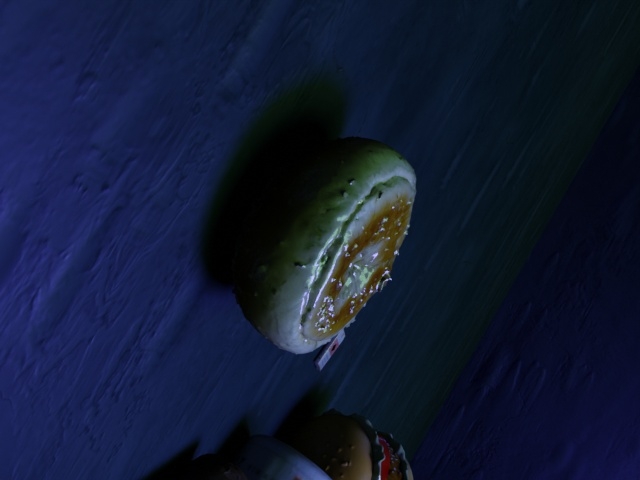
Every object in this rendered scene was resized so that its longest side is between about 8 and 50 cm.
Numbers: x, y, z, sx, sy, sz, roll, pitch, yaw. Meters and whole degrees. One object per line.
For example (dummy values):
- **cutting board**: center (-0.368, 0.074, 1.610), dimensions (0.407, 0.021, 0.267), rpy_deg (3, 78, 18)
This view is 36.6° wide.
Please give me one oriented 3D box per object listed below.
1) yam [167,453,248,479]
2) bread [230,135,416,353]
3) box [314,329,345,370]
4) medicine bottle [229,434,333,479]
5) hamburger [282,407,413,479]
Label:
- **yam**: center (-0.208, 0.402, 1.341), dimensions (0.280, 0.131, 0.131), rpy_deg (-33, 147, -57)
- **bread**: center (0.000, 0.000, 1.225), dimensions (0.305, 0.159, 0.305), rpy_deg (-49, 155, -33)
- **box**: center (0.017, 0.200, 1.791), dimensions (0.083, 0.012, 0.046), rpy_deg (-54, 160, -18)
- **medicine bottle**: center (-0.138, 0.514, 1.545), dimensions (0.371, 0.211, 0.211), rpy_deg (-51, 159, -25)
- **hamburger**: center (0.023, 0.454, 1.814), dimensions (0.212, 0.274, 0.274), rpy_deg (40, 78, -36)
